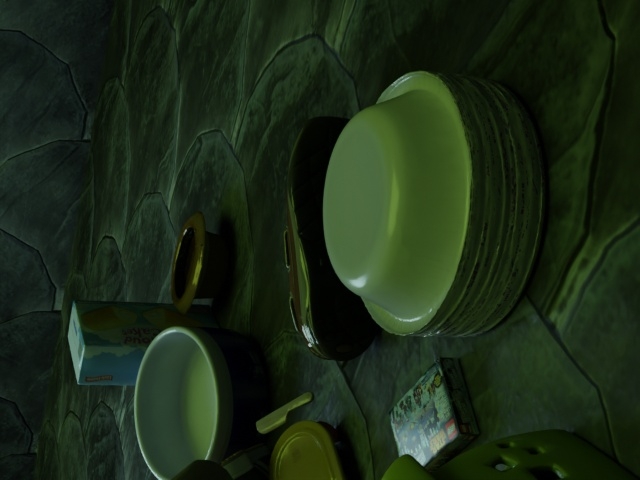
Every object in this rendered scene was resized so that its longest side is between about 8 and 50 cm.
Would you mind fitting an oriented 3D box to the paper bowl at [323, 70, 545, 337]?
[{"bbox_3d":[0.101,-0.039,1.102,0.284,0.148,0.284,-178,90,-67],"label":"paper bowl"}]

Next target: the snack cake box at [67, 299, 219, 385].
[{"bbox_3d":[-0.319,0.189,1.896,0.152,0.264,0.089,-125,45,-55],"label":"snack cake box"}]

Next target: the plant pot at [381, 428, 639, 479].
[{"bbox_3d":[0.155,0.301,0.845,0.228,0.207,0.227,-142,58,-64],"label":"plant pot"}]

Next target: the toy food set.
[{"bbox_3d":[-0.003,0.318,1.404,0.128,0.071,0.217,-41,47,27],"label":"toy food set"}]

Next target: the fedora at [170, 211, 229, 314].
[{"bbox_3d":[-0.220,0.045,1.924,0.194,0.079,0.194,-169,90,-67],"label":"fedora"}]

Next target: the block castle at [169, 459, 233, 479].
[{"bbox_3d":[0.071,0.317,0.623,0.213,0.453,0.303,-36,-51,-78],"label":"block castle"}]

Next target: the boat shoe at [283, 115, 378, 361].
[{"bbox_3d":[0.000,0.000,1.367,0.120,0.123,0.324,153,119,-67],"label":"boat shoe"}]

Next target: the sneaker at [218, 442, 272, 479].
[{"bbox_3d":[-0.093,0.388,1.515,0.153,0.099,0.282,56,179,10],"label":"sneaker"}]

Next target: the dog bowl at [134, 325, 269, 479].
[{"bbox_3d":[-0.203,0.277,1.732,0.265,0.104,0.264,-8,80,50],"label":"dog bowl"}]

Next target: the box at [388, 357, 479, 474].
[{"bbox_3d":[0.124,0.204,1.157,0.137,0.027,0.094,122,143,-47],"label":"box"}]
